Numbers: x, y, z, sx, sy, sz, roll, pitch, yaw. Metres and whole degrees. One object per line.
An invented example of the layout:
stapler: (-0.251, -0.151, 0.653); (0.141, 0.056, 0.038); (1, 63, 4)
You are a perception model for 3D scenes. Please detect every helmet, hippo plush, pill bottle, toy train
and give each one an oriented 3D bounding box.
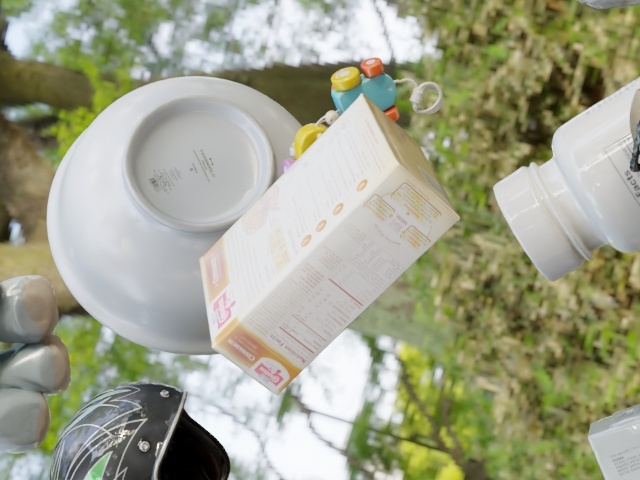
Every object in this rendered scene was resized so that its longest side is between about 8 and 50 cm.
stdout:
helmet: (-0.171, 0.215, 1.246); (0.161, 0.169, 0.169); (53, -144, -16)
hippo plush: (-0.455, 0.154, 1.608); (0.234, 0.236, 0.294); (44, -111, -33)
pill bottle: (0.274, -0.064, 1.166); (0.229, 0.131, 0.131); (-32, -3, 15)
toy train: (0.030, -0.080, 1.171); (0.166, 0.125, 0.046); (-62, 31, 9)

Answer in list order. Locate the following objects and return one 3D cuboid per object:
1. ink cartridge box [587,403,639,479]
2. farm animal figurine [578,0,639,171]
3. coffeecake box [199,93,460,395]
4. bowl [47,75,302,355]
ink cartridge box: (0.364, 0.251, 1.370); (0.176, 0.127, 0.128); (67, -169, 5)
farm animal figurine: (0.355, -0.109, 0.915); (0.172, 0.326, 0.330); (83, 173, -67)
coffeecake box: (0.000, 0.000, 0.982); (0.185, 0.068, 0.142); (-45, 24, 13)
bowl: (-0.118, -0.049, 1.297); (0.134, 0.297, 0.298); (105, -174, -65)
